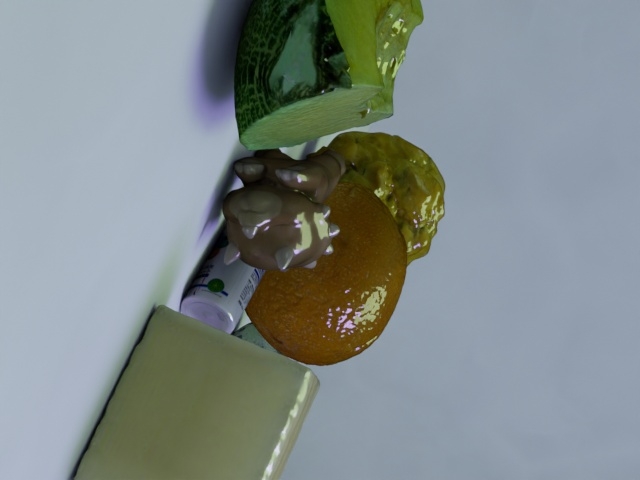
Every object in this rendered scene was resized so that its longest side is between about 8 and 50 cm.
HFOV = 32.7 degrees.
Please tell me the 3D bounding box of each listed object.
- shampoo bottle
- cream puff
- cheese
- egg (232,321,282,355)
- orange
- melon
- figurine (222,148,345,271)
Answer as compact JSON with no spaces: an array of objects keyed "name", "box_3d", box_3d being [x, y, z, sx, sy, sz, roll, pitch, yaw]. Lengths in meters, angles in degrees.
[{"name":"shampoo bottle","box_3d":[-0.117,0.009,1.724,0.092,0.092,0.303,108,6,-53]},{"name":"cream puff","box_3d":[0.095,-0.091,2.348,0.291,0.324,0.257,-37,158,23]},{"name":"cheese","box_3d":[-0.162,0.253,1.444,0.124,0.242,0.265,68,45,-71]},{"name":"egg","box_3d":[-0.149,0.261,2.454,0.141,0.141,0.182,109,-2,-52]},{"name":"orange","box_3d":[0.012,0.056,2.100,0.357,0.322,0.322,-60,174,-28]},{"name":"melon","box_3d":[0.010,-0.230,1.244,0.331,0.226,0.343,-56,164,13]},{"name":"figurine","box_3d":[-0.056,-0.038,1.625,0.247,0.177,0.173,-80,174,-76]}]
